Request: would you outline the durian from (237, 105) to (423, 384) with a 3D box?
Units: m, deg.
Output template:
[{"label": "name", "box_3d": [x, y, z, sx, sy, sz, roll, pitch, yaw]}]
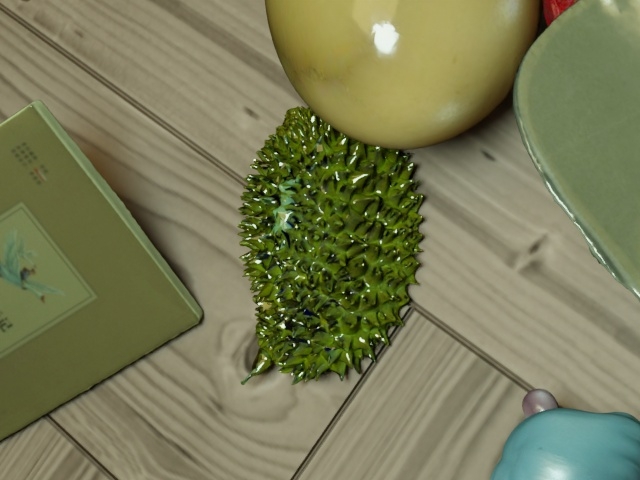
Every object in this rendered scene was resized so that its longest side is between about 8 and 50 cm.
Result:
[{"label": "durian", "box_3d": [-0.001, -0.002, 1.200, 0.137, 0.095, 0.220, 0, 80, 30]}]

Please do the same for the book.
[{"label": "book", "box_3d": [-0.278, 0.053, 1.292, 0.310, 0.217, 0.021, -31, 17, 17]}]

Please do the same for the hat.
[{"label": "hat", "box_3d": [0.251, -0.048, 1.026, 0.214, 0.149, 0.244, -34, 63, -1]}]

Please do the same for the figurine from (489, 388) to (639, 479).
[{"label": "figurine", "box_3d": [0.232, 0.162, 1.008, 0.260, 0.103, 0.205, 21, 86, 23]}]

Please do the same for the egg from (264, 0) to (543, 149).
[{"label": "egg", "box_3d": [0.058, -0.171, 1.154, 0.201, 0.201, 0.244, -18, 43, 23]}]

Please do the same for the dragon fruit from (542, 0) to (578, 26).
[{"label": "dragon fruit", "box_3d": [0.218, -0.174, 1.113, 0.136, 0.166, 0.133, 38, 136, 13]}]
